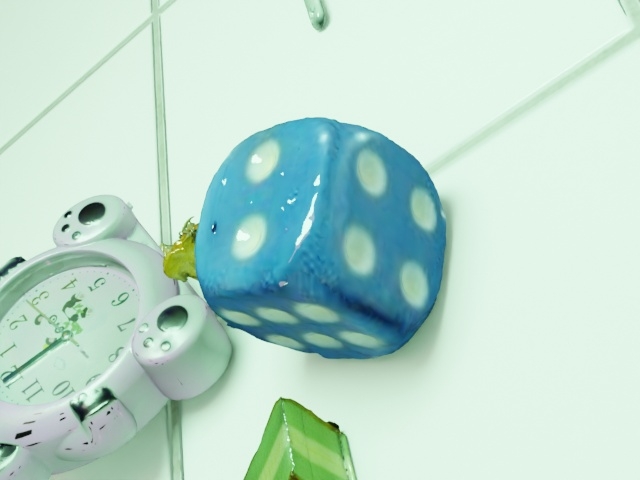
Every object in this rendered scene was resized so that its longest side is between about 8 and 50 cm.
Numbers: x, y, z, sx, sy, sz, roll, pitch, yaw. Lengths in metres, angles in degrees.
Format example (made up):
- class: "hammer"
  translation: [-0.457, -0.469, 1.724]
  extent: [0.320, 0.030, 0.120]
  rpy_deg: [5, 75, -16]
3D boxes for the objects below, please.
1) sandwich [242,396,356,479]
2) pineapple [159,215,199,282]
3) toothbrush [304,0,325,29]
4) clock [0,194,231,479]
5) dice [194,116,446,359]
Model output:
- class: "sandwich"
  translation: [-0.041, 0.179, 0.749]
  extent: [0.116, 0.074, 0.074]
  rpy_deg: [-37, 43, 23]
- class: "pineapple"
  translation: [-0.072, -0.002, 0.867]
  extent: [0.077, 0.114, 0.114]
  rpy_deg: [56, 139, 23]
- class: "toothbrush"
  translation: [-0.025, -0.325, 1.110]
  extent: [0.030, 0.030, 0.304]
  rpy_deg: [-36, 46, 24]
- class: "clock"
  translation: [-0.224, 0.097, 0.915]
  extent: [0.248, 0.090, 0.227]
  rpy_deg: [-37, 51, -10]
- class: "dice"
  translation: [0.000, 0.000, 0.771]
  extent: [0.143, 0.146, 0.146]
  rpy_deg: [-11, 58, 44]
